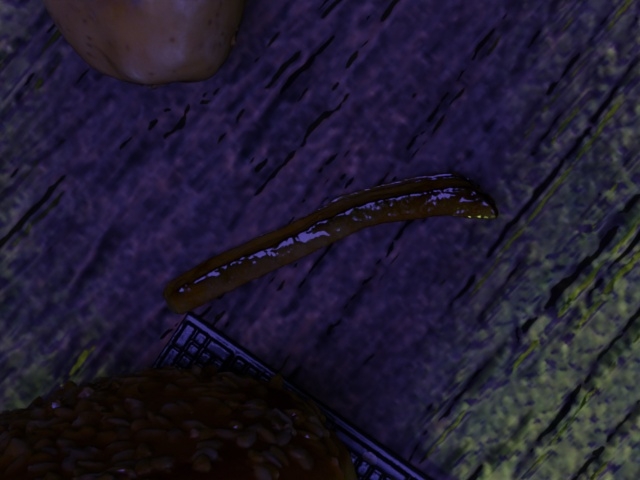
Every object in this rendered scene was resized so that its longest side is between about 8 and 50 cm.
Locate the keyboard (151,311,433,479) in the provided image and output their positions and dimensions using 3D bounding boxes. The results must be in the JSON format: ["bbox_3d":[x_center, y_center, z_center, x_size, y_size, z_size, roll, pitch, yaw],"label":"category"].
[{"bbox_3d":[-0.014,0.123,1.020,0.198,0.010,0.064,34,100,4],"label":"keyboard"}]

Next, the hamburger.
[{"bbox_3d":[-0.102,0.195,0.912,0.291,0.291,0.225,-14,104,11],"label":"hamburger"}]

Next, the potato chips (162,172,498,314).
[{"bbox_3d":[0.000,0.000,0.994,0.204,0.026,0.037,-19,108,11],"label":"potato chips"}]

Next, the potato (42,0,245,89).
[{"bbox_3d":[-0.101,-0.171,0.945,0.118,0.109,0.178,-9,91,33],"label":"potato"}]
